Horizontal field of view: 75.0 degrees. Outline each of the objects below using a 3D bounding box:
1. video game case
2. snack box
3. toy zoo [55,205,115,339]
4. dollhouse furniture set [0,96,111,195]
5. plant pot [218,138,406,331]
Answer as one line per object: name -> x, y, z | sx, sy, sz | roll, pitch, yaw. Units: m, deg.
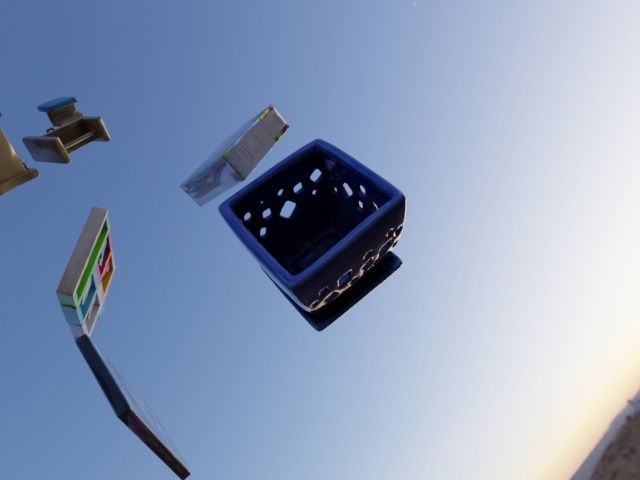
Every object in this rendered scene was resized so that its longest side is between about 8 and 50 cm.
video game case -> -0.334, 0.308, 0.757 | 0.026, 0.196, 0.274 | -35, -42, -27
snack box -> -0.183, -0.183, 0.899 | 0.070, 0.174, 0.207 | 47, -133, -23
toy zoo -> -0.483, 0.089, 0.881 | 0.030, 0.192, 0.293 | 13, -35, -15
dollhouse furniture set -> -0.421, -0.160, 0.558 | 0.183, 0.129, 0.129 | -54, -37, -45
plant pot -> 0.000, 0.000, 0.736 | 0.236, 0.236, 0.212 | -37, -39, -15
